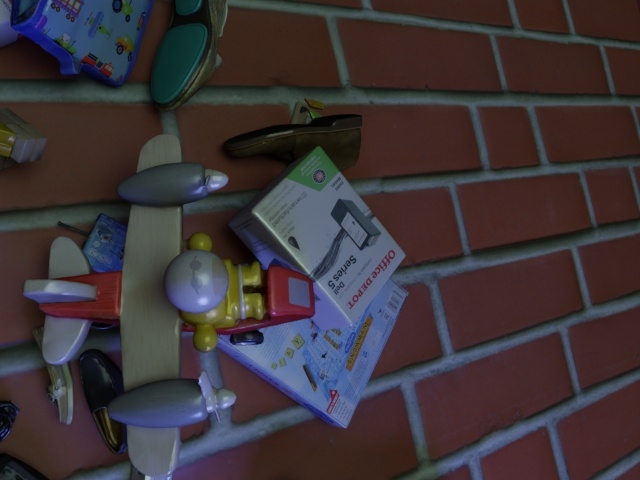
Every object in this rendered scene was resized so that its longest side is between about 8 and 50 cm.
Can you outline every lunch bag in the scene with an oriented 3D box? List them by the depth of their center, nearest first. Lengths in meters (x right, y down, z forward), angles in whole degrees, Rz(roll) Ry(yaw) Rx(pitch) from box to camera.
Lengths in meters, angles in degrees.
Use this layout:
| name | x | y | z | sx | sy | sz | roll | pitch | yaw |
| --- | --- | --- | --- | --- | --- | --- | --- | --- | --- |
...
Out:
| name | x | y | z | sx | sy | sz | roll | pitch | yaw |
| --- | --- | --- | --- | --- | --- | --- | --- | --- | --- |
| lunch bag | -0.373 | -0.406 | 0.946 | 0.221 | 0.138 | 0.294 | 28 | 67 | -71 |

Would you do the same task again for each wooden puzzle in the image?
| name | x | y | z | sx | sy | sz | roll | pitch | yaw |
| --- | --- | --- | --- | --- | --- | --- | --- | --- | --- |
| wooden puzzle | -0.027 | -0.256 | 1.253 | 0.078 | 0.014 | 0.117 | 17 | 72 | -29 |

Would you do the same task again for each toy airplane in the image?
| name | x | y | z | sx | sy | sz | roll | pitch | yaw |
| --- | --- | --- | --- | --- | --- | --- | --- | --- | --- |
| toy airplane | -0.225 | 0.073 | 0.853 | 0.386 | 0.272 | 0.384 | 48 | 62 | -5 |

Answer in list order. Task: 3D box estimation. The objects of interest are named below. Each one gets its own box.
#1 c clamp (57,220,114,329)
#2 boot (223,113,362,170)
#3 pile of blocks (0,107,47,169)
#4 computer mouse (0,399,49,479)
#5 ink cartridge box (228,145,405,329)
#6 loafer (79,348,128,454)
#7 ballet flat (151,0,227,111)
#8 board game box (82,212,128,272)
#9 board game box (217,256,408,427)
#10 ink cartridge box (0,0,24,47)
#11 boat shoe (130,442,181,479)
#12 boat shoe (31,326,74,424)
| name | x | y | z | sx | sy | sz | roll | pitch | yaw |
| --- | --- | --- | --- | --- | --- | --- | --- | --- | --- |
| c clamp | -0.378 | 0.062 | 0.961 | 0.137 | 0.022 | 0.161 | 16 | 70 | -35 |
| boot | -0.044 | -0.182 | 1.180 | 0.305 | 0.112 | 0.115 | -13 | 112 | -27 |
| pile of blocks | -0.585 | -0.152 | 0.805 | 0.362 | 0.113 | 0.149 | 19 | 29 | -26 |
| computer mouse | -0.432 | 0.379 | 0.835 | 0.272 | 0.072 | 0.188 | 43 | 62 | -4 |
| ink cartridge box | 0.000 | 0.000 | 1.077 | 0.273 | 0.114 | 0.198 | 49 | 59 | -13 |
| loafer | -0.333 | 0.251 | 0.913 | 0.062 | 0.061 | 0.170 | -26 | 93 | -1 |
| ballet flat | -0.230 | -0.390 | 1.102 | 0.123 | 0.123 | 0.349 | 13 | 75 | -30 |
| board game box | -0.343 | 0.014 | 0.972 | 0.090 | 0.020 | 0.090 | 31 | 59 | -29 |
| board game box | -0.010 | 0.144 | 1.148 | 0.318 | 0.066 | 0.319 | 40 | 61 | -19 |
| ink cartridge box | -0.565 | -0.363 | 0.885 | 0.218 | 0.092 | 0.159 | -42 | 103 | -30 |
| boat shoe | -0.260 | 0.343 | 0.953 | 0.063 | 0.066 | 0.184 | 19 | 68 | -43 |
| boat shoe | -0.406 | 0.206 | 0.892 | 0.048 | 0.056 | 0.153 | -7 | 81 | -27 |
